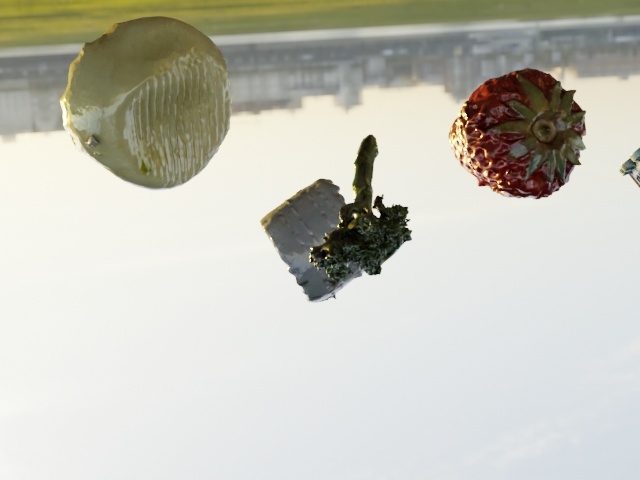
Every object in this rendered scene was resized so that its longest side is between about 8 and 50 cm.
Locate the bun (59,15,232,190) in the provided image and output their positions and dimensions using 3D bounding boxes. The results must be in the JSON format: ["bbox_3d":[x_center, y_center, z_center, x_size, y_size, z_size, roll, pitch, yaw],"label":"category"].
[{"bbox_3d":[-0.250,-0.203,1.749,0.259,0.259,0.160,-11,-145,-42],"label":"bun"}]

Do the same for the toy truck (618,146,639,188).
[{"bbox_3d":[0.452,-0.104,1.568,0.115,0.080,0.178,-38,173,3],"label":"toy truck"}]

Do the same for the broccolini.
[{"bbox_3d":[0.035,-0.043,1.018,0.071,0.057,0.254,18,-153,-8],"label":"broccolini"}]

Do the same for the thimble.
[{"bbox_3d":[0.000,0.000,1.614,0.118,0.127,0.151,-34,156,-2],"label":"thimble"}]

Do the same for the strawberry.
[{"bbox_3d":[0.282,-0.153,1.906,0.205,0.205,0.244,-8,180,-27],"label":"strawberry"}]
